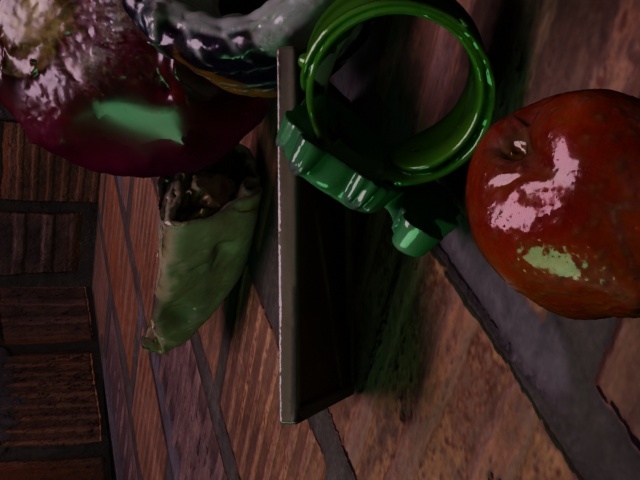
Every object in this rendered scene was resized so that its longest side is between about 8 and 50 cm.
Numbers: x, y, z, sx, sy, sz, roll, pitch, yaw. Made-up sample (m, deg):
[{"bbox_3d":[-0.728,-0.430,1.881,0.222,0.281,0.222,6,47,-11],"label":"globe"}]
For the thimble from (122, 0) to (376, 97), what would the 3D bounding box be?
[{"bbox_3d":[-0.062,-0.251,0.796,0.150,0.237,0.237,12,-103,-71],"label":"thimble"}]

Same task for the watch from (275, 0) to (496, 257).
[{"bbox_3d":[0.061,-0.095,0.635,0.152,0.165,0.131,-55,11,24],"label":"watch"}]

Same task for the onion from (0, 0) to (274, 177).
[{"bbox_3d":[-0.188,-0.263,1.105,0.420,0.398,0.398,16,-108,-71],"label":"onion"}]

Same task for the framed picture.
[{"bbox_3d":[0.000,0.000,0.784,0.213,0.016,0.289,11,-102,-76],"label":"framed picture"}]

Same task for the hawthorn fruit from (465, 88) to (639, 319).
[{"bbox_3d":[0.133,-0.018,0.442,0.128,0.128,0.128,-179,90,-70],"label":"hawthorn fruit"}]

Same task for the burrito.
[{"bbox_3d":[-0.170,0.018,1.248,0.332,0.135,0.190,109,162,-49],"label":"burrito"}]
